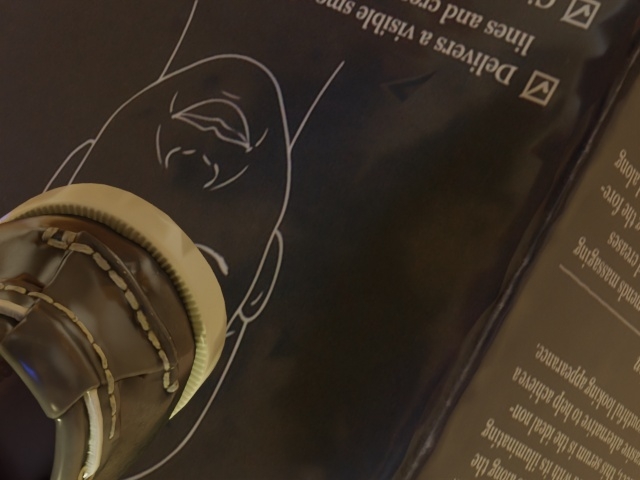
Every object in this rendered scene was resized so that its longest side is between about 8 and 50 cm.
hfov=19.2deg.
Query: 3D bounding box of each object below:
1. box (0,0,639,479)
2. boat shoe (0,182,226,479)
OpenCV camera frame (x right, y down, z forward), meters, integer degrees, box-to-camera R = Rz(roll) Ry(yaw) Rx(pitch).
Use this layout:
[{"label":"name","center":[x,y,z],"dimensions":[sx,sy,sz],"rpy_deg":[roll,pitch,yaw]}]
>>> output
[{"label":"box","center":[0.000,0.000,0.804],"dimensions":[0.293,0.395,0.212],"rpy_deg":[27,176,34]},{"label":"boat shoe","center":[-0.120,0.079,0.454],"dimensions":[0.084,0.233,0.079],"rpy_deg":[43,-153,-9]}]
